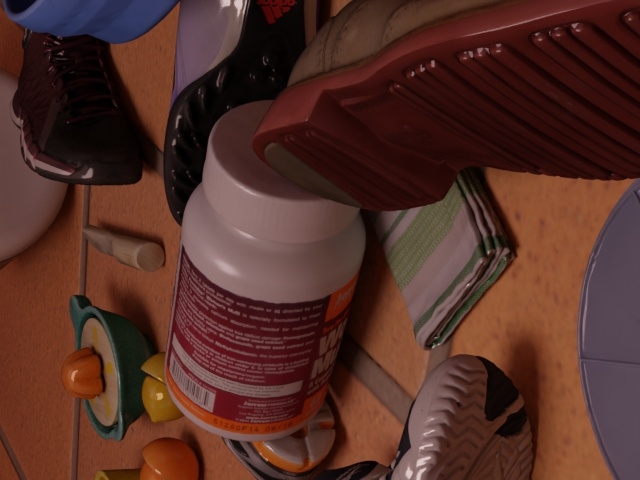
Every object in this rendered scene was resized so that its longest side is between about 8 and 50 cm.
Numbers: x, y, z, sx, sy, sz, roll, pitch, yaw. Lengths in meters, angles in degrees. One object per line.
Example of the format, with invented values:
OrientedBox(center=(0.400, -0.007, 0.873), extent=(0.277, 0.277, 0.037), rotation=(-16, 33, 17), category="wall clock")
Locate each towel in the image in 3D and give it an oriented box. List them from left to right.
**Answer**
OrientedBox(center=(0.058, -0.022, 0.758), extent=(0.113, 0.023, 0.152), rotation=(-58, 47, 48), category="towel")

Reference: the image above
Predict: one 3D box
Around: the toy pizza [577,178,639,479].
OrientedBox(center=(0.185, 0.056, 0.531), extent=(0.201, 0.032, 0.201), rotation=(19, 112, 60), category="toy pizza")

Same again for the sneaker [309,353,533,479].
OrientedBox(center=(0.042, 0.154, 0.751), extent=(0.153, 0.094, 0.234), rotation=(31, 133, 46), category="sneaker")

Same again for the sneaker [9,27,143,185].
OrientedBox(center=(-0.248, -0.164, 1.210), extent=(0.281, 0.107, 0.162), rotation=(39, 126, 53), category="sneaker")

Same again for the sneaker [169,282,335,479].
OrientedBox(center=(-0.063, 0.107, 0.953), extent=(0.083, 0.084, 0.215), rotation=(102, 148, -45), category="sneaker")

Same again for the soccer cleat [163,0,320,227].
OrientedBox(center=(-0.054, -0.156, 0.866), extent=(0.116, 0.109, 0.318), rotation=(-123, 38, -58), category="soccer cleat")

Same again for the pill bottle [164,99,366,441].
OrientedBox(center=(-0.037, 0.024, 0.822), extent=(0.121, 0.121, 0.221), rotation=(58, 148, 38), category="pill bottle")

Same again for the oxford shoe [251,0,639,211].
OrientedBox(center=(0.086, -0.103, 0.580), extent=(0.348, 0.123, 0.130), rotation=(-5, 59, 55), category="oxford shoe")

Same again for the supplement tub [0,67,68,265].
OrientedBox(center=(-0.456, -0.060, 1.469), extent=(0.331, 0.241, 0.241), rotation=(-25, 75, 60), category="supplement tub")

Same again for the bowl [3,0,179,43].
OrientedBox(center=(-0.094, -0.308, 0.780), extent=(0.391, 0.077, 0.391), rotation=(-43, 36, 44), category="bowl")

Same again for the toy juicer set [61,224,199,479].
OrientedBox(center=(-0.198, 0.120, 1.194), extent=(0.209, 0.090, 0.328), rotation=(-30, 69, 60), category="toy juicer set")
